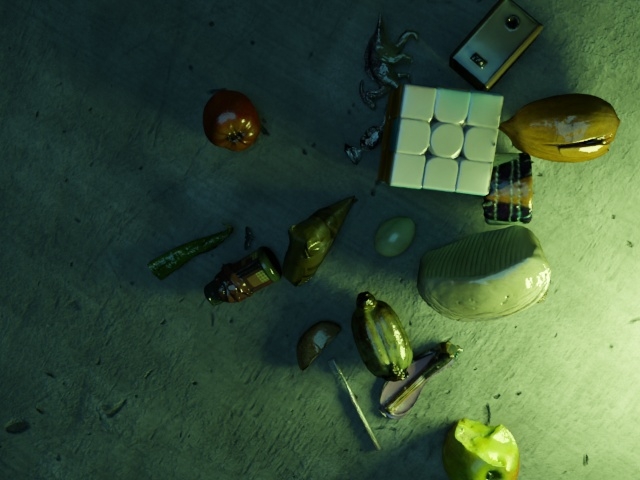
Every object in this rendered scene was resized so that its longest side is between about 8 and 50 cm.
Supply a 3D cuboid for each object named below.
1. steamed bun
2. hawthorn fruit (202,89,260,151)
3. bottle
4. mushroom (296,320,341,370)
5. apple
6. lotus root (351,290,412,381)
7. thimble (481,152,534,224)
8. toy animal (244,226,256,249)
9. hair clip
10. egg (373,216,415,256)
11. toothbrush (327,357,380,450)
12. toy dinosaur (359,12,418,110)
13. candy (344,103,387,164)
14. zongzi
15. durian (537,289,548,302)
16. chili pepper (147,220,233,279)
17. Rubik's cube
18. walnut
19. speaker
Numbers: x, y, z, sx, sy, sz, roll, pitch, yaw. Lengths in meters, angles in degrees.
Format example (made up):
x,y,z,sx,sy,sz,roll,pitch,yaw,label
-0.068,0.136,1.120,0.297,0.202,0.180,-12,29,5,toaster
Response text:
x,y,z,sx,sy,sz,roll,pitch,yaw,label
0.502,0.127,1.808,0.384,0.247,0.236,-17,115,19,steamed bun
-0.301,-0.418,1.969,0.197,0.196,0.225,-23,60,12,hawthorn fruit
-0.277,0.127,2.025,0.271,0.156,0.143,-28,122,13,bottle
-0.023,0.352,2.027,0.210,0.072,0.094,-45,77,12,mushroom
0.512,0.694,1.877,0.246,0.226,0.246,1,96,8,apple
0.198,0.310,1.941,0.173,0.173,0.309,-21,91,12,lotus root
0.568,-0.151,1.799,0.150,0.237,0.237,0,95,15,thimble
-0.244,-0.006,2.058,0.050,0.028,0.084,2,93,12,toy animal
0.321,0.462,1.980,0.110,0.095,0.358,33,112,-29,hair clip
0.242,-0.014,1.920,0.114,0.114,0.152,44,97,4,egg
0.116,0.568,2.044,0.029,0.024,0.354,-28,89,18,toothbrush
0.215,-0.564,1.894,0.162,0.077,0.294,12,97,11,toy dinosaur
0.172,-0.347,1.940,0.226,0.051,0.094,-46,75,9,candy
0.000,0.000,1.994,0.123,0.289,0.260,37,141,19,zongzi
0.679,0.162,1.867,0.080,0.091,0.080,14,116,32,durian
-0.451,0.029,2.079,0.359,0.076,0.085,-30,116,16,chili pepper
0.342,-0.297,1.761,0.291,0.291,0.291,7,98,-3,Rubik's cube
0.704,-0.334,1.759,0.337,0.209,0.208,5,96,14,walnut
0.521,-0.580,1.776,0.153,0.192,0.231,43,100,6,speaker
